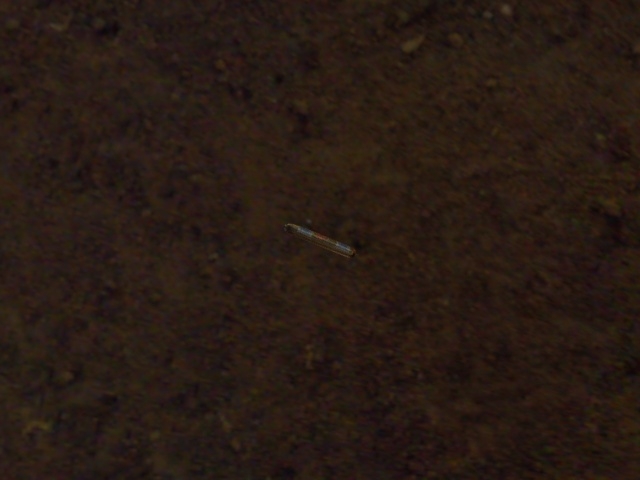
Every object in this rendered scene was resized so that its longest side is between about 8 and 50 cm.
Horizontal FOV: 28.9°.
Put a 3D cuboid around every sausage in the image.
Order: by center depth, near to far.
[{"bbox_3d":[0.000,0.000,1.500,0.015,0.100,0.015,-158,90,-77],"label":"sausage"}]
